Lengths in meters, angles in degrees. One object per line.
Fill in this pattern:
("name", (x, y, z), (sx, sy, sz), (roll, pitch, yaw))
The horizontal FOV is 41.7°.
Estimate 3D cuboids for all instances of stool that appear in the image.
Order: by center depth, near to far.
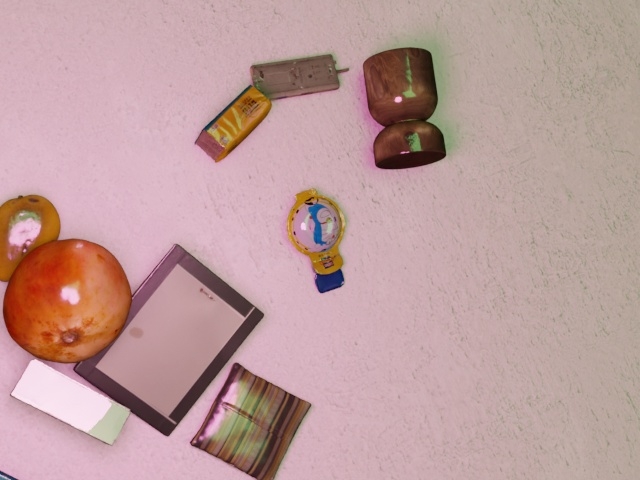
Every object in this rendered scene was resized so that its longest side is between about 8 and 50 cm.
("stool", (0.208, -0.326, 2.090), (0.179, 0.179, 0.264), (-4, 82, -21))

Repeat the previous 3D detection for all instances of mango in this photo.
("mango", (-0.627, -0.005, 1.761), (0.137, 0.098, 0.195), (24, 78, -20))

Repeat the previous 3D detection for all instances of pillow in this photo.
("pillow", (-0.154, 0.412, 1.886), (0.212, 0.052, 0.208), (31, 75, -12))

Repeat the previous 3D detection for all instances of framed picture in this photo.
("framed picture", (-0.322, 0.218, 1.820), (0.265, 0.016, 0.347), (40, 83, -18))

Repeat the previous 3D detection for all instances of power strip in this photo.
("power strip", (-0.047, -0.406, 2.086), (0.268, 0.034, 0.092), (-14, 85, -22))

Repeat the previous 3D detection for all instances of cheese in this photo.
("cheese", (0.000, 0.000, 2.015), (0.156, 0.064, 0.250), (-19, 100, -22))

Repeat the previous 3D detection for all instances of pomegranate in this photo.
("pomegranate", (-0.511, 0.107, 1.704), (0.229, 0.252, 0.270), (35, 26, -38))

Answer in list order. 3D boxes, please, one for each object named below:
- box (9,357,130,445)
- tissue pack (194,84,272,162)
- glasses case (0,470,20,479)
("box", (-0.512, 0.332, 1.723), (0.225, 0.129, 0.086), (32, 70, -13))
("tissue pack", (-0.202, -0.270, 1.957), (0.082, 0.120, 0.169), (44, 68, -6))
("glasses case", (-0.628, 0.534, 1.681), (0.301, 0.070, 0.117), (33, 77, -14))
